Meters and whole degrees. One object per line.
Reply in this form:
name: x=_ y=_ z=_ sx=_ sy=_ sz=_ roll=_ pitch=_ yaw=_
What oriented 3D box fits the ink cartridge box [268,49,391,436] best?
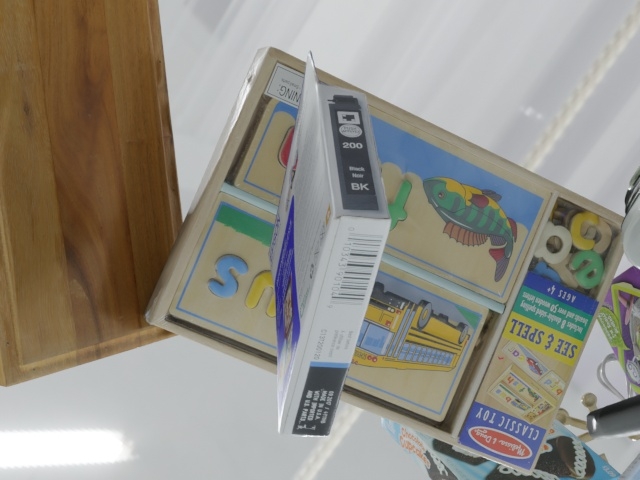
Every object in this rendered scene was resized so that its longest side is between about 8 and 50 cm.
ink cartridge box: x=0.000 y=0.000 z=0.888 sx=0.045 sy=0.206 sz=0.208 roll=5 pitch=-141 yaw=-11

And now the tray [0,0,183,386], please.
tray: x=-0.228 y=-0.099 z=1.056 sx=0.203 sy=0.411 sz=0.076 roll=-15 pitch=-165 yaw=-42

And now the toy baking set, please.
toy baking set: x=0.458 y=0.274 z=1.819 sx=0.197 sy=0.256 sz=0.030 roll=40 pitch=-175 yaw=-17

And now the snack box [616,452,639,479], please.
snack box: x=0.161 y=0.140 z=0.386 sx=0.174 sy=0.207 sz=0.070 roll=41 pitch=177 yaw=17

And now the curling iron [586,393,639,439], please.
curling iron: x=0.230 y=0.061 z=0.609 sx=0.035 sy=0.274 sz=0.068 roll=31 pitch=-126 yaw=-13

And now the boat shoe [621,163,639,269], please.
boat shoe: x=0.248 y=-0.072 z=0.705 sx=0.078 sy=0.219 sz=0.070 roll=26 pitch=-139 yaw=-15

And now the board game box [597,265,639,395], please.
board game box: x=0.397 y=0.162 z=1.131 sx=0.056 sy=0.208 sz=0.347 roll=-14 pitch=-108 yaw=-34

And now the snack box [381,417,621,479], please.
snack box: x=0.237 y=0.285 z=1.655 sx=0.187 sy=0.060 sz=0.322 roll=-15 pitch=-152 yaw=-21

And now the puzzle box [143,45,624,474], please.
puzzle box: x=0.072 y=0.027 z=1.129 sx=0.409 sy=0.272 sz=0.052 roll=23 pitch=179 yaw=-17
